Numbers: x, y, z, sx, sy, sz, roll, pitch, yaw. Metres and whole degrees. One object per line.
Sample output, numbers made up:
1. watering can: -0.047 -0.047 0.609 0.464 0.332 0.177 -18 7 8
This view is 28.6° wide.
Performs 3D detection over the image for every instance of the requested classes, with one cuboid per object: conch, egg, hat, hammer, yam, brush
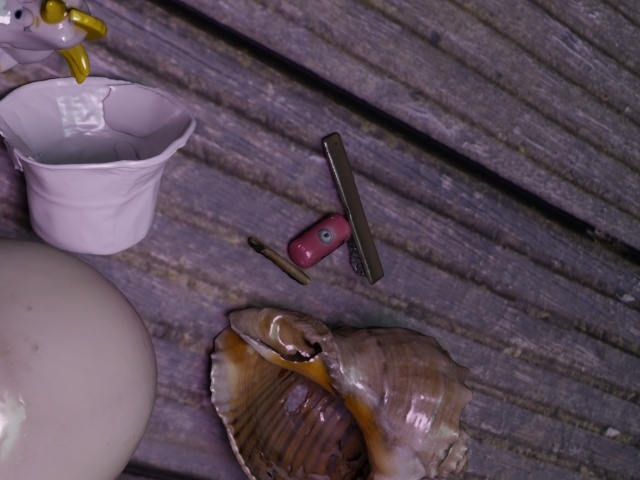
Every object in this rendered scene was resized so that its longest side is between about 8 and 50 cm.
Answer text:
1. conch: 0.019 0.205 1.448 0.263 0.324 0.186 -61 174 -19
2. egg: -0.295 0.132 1.098 0.345 0.283 0.283 -18 111 -51
3. hat: -0.217 -0.066 1.210 0.203 0.203 0.126 -20 130 -36
4. hammer: 0.000 0.000 1.476 0.083 0.043 0.043 -34 119 -29
5. yam: -0.047 0.025 1.459 0.107 0.014 0.014 38 74 -38
6. brush: 0.034 -0.037 1.511 0.034 0.027 0.190 -35 113 -45

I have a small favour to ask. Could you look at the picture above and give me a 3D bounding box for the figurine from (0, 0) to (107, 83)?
1. figurine: -0.259 -0.201 1.133 0.129 0.178 0.109 22 78 -13
